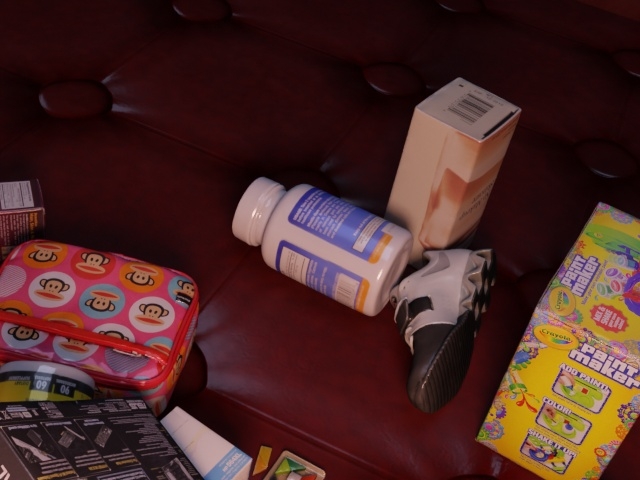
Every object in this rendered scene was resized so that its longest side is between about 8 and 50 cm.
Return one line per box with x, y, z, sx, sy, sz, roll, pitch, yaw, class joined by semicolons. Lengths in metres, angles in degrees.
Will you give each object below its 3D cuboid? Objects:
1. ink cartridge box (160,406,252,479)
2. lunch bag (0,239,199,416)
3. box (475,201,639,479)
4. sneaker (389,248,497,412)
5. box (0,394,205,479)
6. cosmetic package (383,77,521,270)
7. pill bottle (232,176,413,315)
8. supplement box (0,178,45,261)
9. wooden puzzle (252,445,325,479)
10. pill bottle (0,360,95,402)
-0.173;0.288;1.132;0.143;0.092;0.090;31;43;20;ink cartridge box
-0.333;0.136;1.256;0.293;0.120;0.258;13;45;2;lunch bag
0.387;0.152;1.284;0.177;0.279;0.290;27;43;17;box
0.167;0.132;1.396;0.146;0.123;0.331;7;38;22;sneaker
-0.211;0.274;0.918;0.242;0.076;0.307;48;7;17;box
0.213;-0.103;1.519;0.129;0.296;0.153;32;46;20;cosmetic package
0.000;0.000;1.459;0.272;0.152;0.152;26;42;16;pill bottle
-0.528;-0.026;1.394;0.188;0.104;0.081;-6;44;-21;supplement box
-0.038;0.318;1.192;0.116;0.014;0.079;21;41;9;wooden puzzle
-0.343;0.258;1.063;0.119;0.119;0.209;7;65;-6;pill bottle
